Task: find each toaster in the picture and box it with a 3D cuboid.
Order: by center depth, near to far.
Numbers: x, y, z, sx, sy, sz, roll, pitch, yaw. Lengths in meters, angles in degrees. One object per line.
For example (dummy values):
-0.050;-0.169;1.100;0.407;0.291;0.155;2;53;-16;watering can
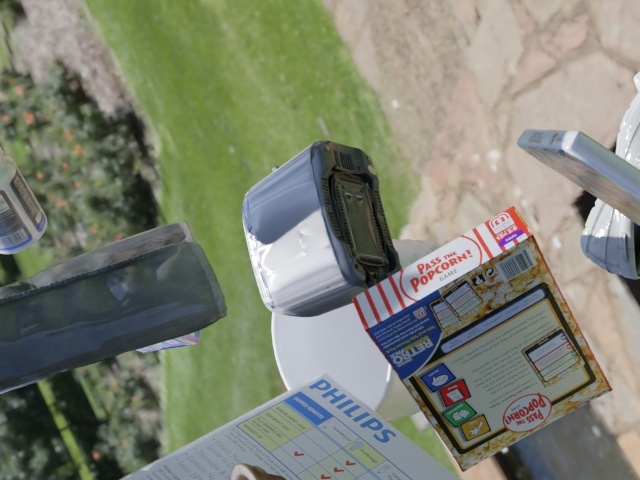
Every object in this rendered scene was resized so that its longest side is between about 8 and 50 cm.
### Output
0.000;0.000;1.470;0.146;0.129;0.227;-26;70;33;toaster

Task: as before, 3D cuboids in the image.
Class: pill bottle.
-0.387;-0.056;1.440;0.078;0.078;0.137;48;164;45;pill bottle

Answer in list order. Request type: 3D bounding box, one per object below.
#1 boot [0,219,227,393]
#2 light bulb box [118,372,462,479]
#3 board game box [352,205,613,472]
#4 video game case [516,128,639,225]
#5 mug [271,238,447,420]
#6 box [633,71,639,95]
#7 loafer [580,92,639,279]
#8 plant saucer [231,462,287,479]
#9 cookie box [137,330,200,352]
-0.155;0.065;0.695;0.190;0.208;0.076;-115;20;-53;boot
-0.021;0.410;1.580;0.358;0.361;0.225;34;135;39;light bulb box
0.134;0.085;0.974;0.193;0.146;0.045;57;-174;-36;board game box
0.318;-0.044;1.229;0.227;0.026;0.206;33;-177;-6;video game case
0.106;0.145;1.928;0.374;0.328;0.276;-25;77;49;mug
0.482;-0.167;1.346;0.182;0.181;0.119;46;180;35;box
0.484;-0.097;1.769;0.111;0.112;0.320;35;119;43;loafer
-0.018;0.331;1.096;0.278;0.041;0.278;163;90;-74;plant saucer
-0.228;0.115;1.614;0.107;0.092;0.040;-12;63;37;cookie box
